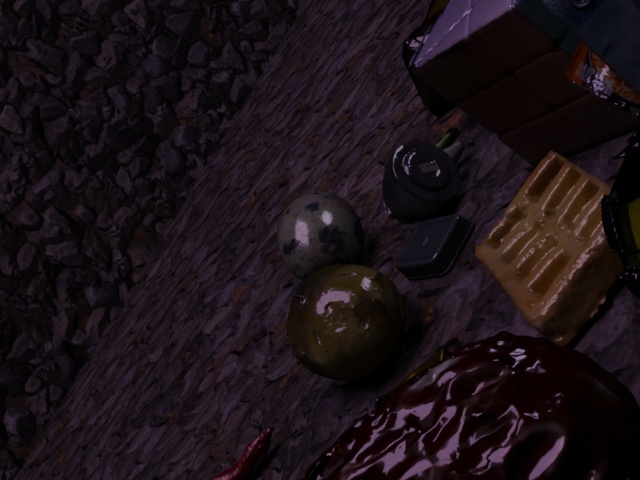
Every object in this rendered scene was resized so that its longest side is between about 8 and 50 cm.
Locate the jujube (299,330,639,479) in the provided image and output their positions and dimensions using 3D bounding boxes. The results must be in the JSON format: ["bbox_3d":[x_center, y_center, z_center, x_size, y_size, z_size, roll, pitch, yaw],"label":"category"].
[{"bbox_3d":[0.100,0.245,0.988,0.376,0.258,0.258,-55,15,14],"label":"jujube"}]

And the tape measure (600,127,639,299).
[{"bbox_3d":[0.324,-0.017,0.958,0.199,0.186,0.112,-60,9,-22],"label":"tape measure"}]

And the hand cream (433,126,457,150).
[{"bbox_3d":[0.177,-0.131,1.908,0.122,0.023,0.036,-52,12,-9],"label":"hand cream"}]

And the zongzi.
[{"bbox_3d":[0.302,-0.355,1.864,0.318,0.154,0.289,-16,32,34],"label":"zongzi"}]

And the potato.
[{"bbox_3d":[0.027,0.106,1.622,0.169,0.143,0.248,-45,15,-6],"label":"potato"}]

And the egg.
[{"bbox_3d":[0.000,0.000,1.923,0.141,0.141,0.181,-47,22,22],"label":"egg"}]

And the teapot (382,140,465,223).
[{"bbox_3d":[0.141,-0.089,1.773,0.108,0.111,0.149,123,166,-50],"label":"teapot"}]

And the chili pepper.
[{"bbox_3d":[-0.149,0.370,1.762,0.268,0.059,0.050,-45,56,19],"label":"chili pepper"}]

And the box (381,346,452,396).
[{"bbox_3d":[0.105,0.222,1.373,0.121,0.030,0.193,-44,20,31],"label":"box"}]

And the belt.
[{"bbox_3d":[0.313,-0.153,1.075,0.072,0.302,0.087,-45,0,34],"label":"belt"}]

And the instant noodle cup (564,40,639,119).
[{"bbox_3d":[0.363,-0.200,1.197,0.182,0.230,0.230,-59,14,14],"label":"instant noodle cup"}]

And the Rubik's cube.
[{"bbox_3d":[0.289,-0.262,1.488,0.221,0.225,0.231,-24,34,61],"label":"Rubik's cube"}]

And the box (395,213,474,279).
[{"bbox_3d":[0.155,0.008,1.662,0.091,0.031,0.126,-59,18,-16],"label":"box"}]

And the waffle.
[{"bbox_3d":[0.263,0.000,1.328,0.168,0.057,0.274,-52,16,9],"label":"waffle"}]
